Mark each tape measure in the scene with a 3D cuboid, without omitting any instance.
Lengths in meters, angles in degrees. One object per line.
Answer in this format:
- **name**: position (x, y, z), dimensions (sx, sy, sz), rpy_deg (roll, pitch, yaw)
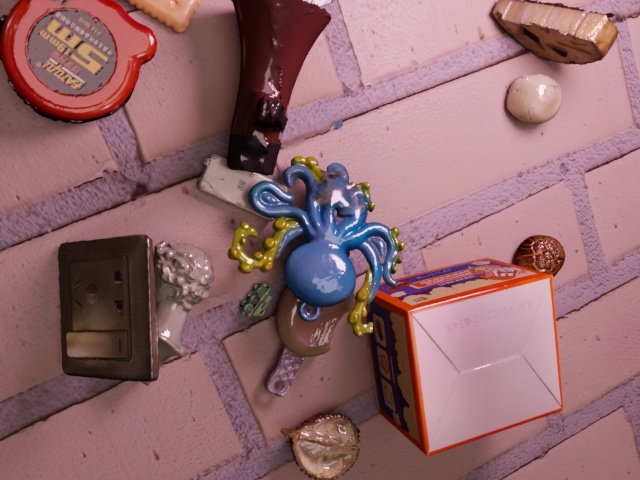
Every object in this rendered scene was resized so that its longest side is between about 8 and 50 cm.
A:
- **tape measure**: position (-0.441, -0.341, 1.116), dimensions (0.253, 0.114, 0.260), rpy_deg (36, 87, -21)

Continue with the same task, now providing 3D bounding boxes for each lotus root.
- **lotus root**: position (0.536, -0.470, 1.429), dimensions (0.170, 0.260, 0.075), rpy_deg (29, 87, -53)

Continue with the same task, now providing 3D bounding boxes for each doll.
- **doll**: position (0.000, 0.000, 1.281), dimensions (0.345, 0.099, 0.342), rpy_deg (17, 72, -7)

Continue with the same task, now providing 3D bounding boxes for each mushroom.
- **mushroom**: position (0.539, 0.044, 1.540), dimensions (0.109, 0.085, 0.126), rpy_deg (32, 80, -20)

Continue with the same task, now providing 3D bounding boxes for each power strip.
- **power strip**: position (-0.159, -0.107, 1.290), dimensions (0.192, 0.035, 0.082), rpy_deg (24, 88, -21)
- **power strip**: position (-0.375, 0.124, 1.144), dimensions (0.092, 0.256, 0.251), rpy_deg (12, 77, -57)

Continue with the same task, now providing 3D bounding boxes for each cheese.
- **cheese**: position (-0.036, 0.203, 1.354), dimensions (0.163, 0.082, 0.287), rpy_deg (24, 91, -21)

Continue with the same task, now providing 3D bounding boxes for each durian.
- **durian**: position (-0.006, 0.445, 1.389), dimensions (0.188, 0.091, 0.149), rpy_deg (22, 76, -18)

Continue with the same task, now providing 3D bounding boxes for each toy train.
- **toy train**: position (-0.133, 0.130, 1.331), dimensions (0.053, 0.033, 0.083), rpy_deg (40, 82, -25)

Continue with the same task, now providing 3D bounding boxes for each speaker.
- **speaker**: position (-0.078, -0.289, 1.169), dimensions (0.198, 0.259, 0.330), rpy_deg (6, 92, -37)

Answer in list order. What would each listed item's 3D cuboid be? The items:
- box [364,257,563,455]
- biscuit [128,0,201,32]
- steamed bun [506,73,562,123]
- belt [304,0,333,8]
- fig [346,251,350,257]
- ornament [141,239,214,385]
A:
- **box**: position (0.306, 0.236, 1.388), dimensions (0.348, 0.257, 0.319), rpy_deg (-13, 100, -17)
- **biscuit**: position (-0.332, -0.520, 1.175), dimensions (0.249, 0.030, 0.160), rpy_deg (29, 86, -21)
- **steamed bun**: position (0.511, -0.331, 1.478), dimensions (0.129, 0.091, 0.113), rpy_deg (11, 95, -22)
- **belt**: position (-0.026, -0.535, 1.262), dimensions (0.151, 0.078, 0.198), rpy_deg (45, 78, -24)
- **fig**: position (0.023, 0.013, 1.355), dimensions (0.073, 0.074, 0.088), rpy_deg (-23, 89, -16)
- **ornament**: position (-0.297, 0.143, 1.223), dimensions (0.130, 0.120, 0.285), rpy_deg (18, 89, -13)
